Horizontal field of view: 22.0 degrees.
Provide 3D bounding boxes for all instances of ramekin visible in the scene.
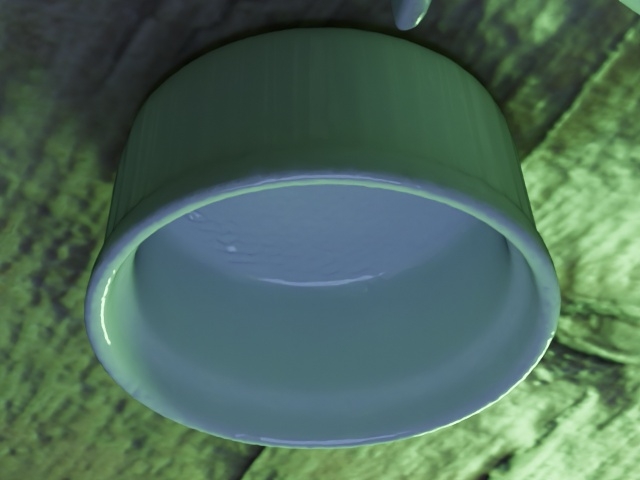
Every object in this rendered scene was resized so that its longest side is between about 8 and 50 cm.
[{"bbox_3d":[0.000,0.000,0.997,0.277,0.135,0.277,-1,141,-1],"label":"ramekin"}]

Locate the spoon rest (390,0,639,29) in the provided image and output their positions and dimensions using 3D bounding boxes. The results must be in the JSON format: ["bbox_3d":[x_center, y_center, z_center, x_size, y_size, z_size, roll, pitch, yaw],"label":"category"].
[{"bbox_3d":[0.165,-0.159,0.867,0.276,0.084,0.137,-3,145,-20],"label":"spoon rest"}]
